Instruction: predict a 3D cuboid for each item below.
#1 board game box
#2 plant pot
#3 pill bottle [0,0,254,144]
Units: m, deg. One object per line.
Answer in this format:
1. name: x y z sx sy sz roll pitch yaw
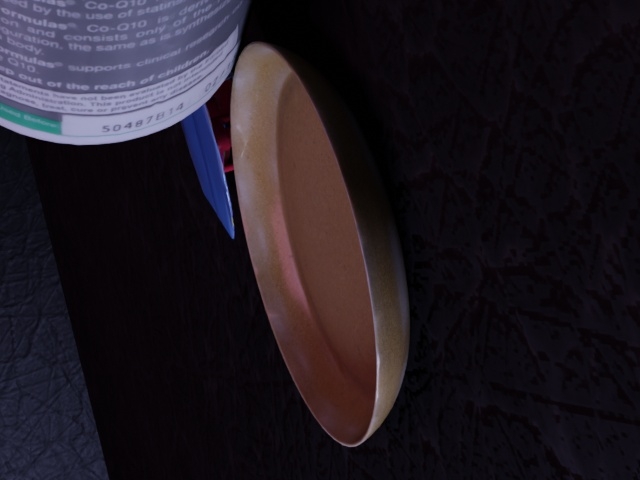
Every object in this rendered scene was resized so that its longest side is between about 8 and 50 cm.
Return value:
1. board game box: -0.071 -0.081 0.998 0.168 0.033 0.133 -128 23 -65
2. plant pot: 0.000 0.000 0.823 0.236 0.032 0.236 167 90 -73
3. pill bottle: -0.115 -0.212 0.720 0.361 0.204 0.204 114 139 -65
